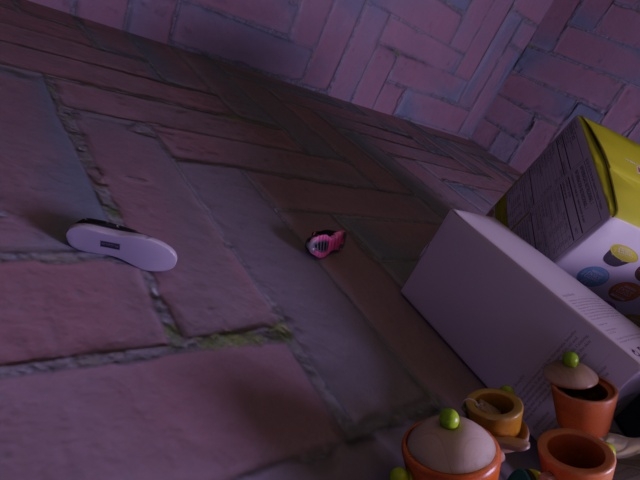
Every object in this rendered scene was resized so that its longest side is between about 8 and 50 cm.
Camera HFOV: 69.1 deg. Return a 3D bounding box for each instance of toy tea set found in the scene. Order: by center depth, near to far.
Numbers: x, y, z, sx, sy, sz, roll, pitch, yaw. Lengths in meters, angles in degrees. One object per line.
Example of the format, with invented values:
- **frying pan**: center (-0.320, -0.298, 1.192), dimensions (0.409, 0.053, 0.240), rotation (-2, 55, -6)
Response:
- **toy tea set**: center (0.225, 0.205, 0.511), dimensions (0.199, 0.125, 0.336), rotation (3, 16, 34)

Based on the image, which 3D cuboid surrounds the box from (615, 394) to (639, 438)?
- **box**: center (0.654, 0.300, 0.644), dimensions (0.211, 0.294, 0.396), rotation (25, 26, -5)

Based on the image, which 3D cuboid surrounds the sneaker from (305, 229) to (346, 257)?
- **sneaker**: center (0.000, 0.000, 0.890), dimensions (0.057, 0.047, 0.119), rotation (21, 17, 29)

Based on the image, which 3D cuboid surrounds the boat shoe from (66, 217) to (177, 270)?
- **boat shoe**: center (-0.262, 0.001, 0.625), dimensions (0.142, 0.049, 0.040), rotation (17, 26, -14)

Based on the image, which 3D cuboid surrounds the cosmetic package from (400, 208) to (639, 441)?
- **cosmetic package**: center (0.328, 0.129, 0.773), dimensions (0.155, 0.197, 0.366), rotation (5, 34, -38)

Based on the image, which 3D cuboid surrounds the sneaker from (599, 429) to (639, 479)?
- **sneaker**: center (0.436, 0.292, 0.573), dimensions (0.108, 0.271, 0.100), rotation (-86, 156, -51)

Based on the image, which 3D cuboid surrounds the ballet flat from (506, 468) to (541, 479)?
- **ballet flat**: center (0.235, 0.327, 0.453), dimensions (0.077, 0.077, 0.231), rotation (33, 24, 2)

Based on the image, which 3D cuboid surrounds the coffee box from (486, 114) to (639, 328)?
- **coffee box**: center (0.587, 0.015, 0.965), dimensions (0.337, 0.334, 0.338), rotation (24, 45, -5)
